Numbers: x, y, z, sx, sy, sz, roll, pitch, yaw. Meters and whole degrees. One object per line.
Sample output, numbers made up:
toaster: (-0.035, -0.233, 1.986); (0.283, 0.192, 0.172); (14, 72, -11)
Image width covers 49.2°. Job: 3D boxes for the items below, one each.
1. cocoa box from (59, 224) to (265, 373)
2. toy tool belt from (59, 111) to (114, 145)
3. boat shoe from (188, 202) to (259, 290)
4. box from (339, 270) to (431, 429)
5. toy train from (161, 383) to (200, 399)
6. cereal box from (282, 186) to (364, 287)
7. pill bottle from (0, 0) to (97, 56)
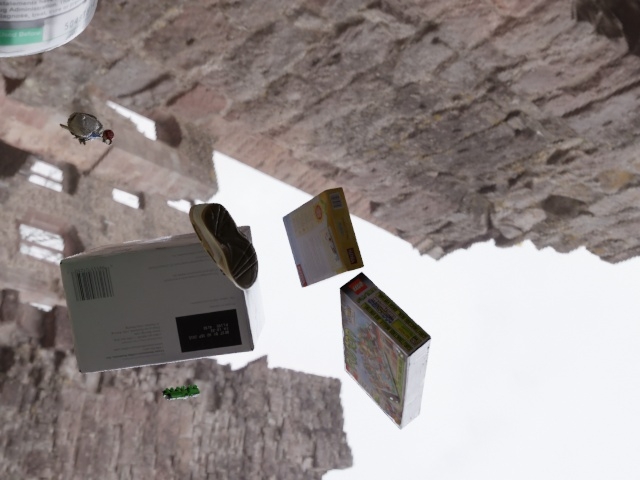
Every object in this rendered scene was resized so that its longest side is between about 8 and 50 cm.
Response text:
cocoa box: (-0.304, 0.111, 1.421); (0.346, 0.228, 0.232); (-8, -82, 3)
toy tool belt: (-0.409, -0.193, 1.222); (0.051, 0.083, 0.052); (-7, -105, 28)
boat shoe: (-0.119, 0.005, 0.867); (0.045, 0.135, 0.050); (14, -132, 40)
box: (0.074, 0.138, 0.835); (0.036, 0.207, 0.114); (-35, -122, -20)
toy train: (-0.267, 0.292, 1.341); (0.017, 0.083, 0.024); (-47, -122, 30)
cereal box: (0.000, 0.000, 1.497); (0.240, 0.047, 0.173); (-25, -100, 63)
pill bottle: (-0.261, -0.342, 0.544); (0.361, 0.204, 0.204); (123, -36, -50)
